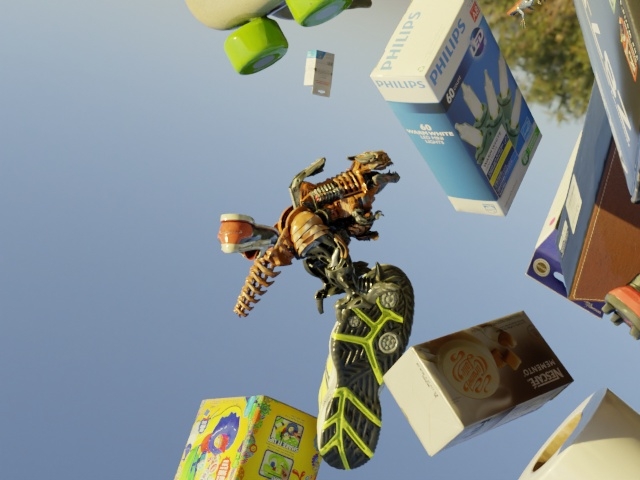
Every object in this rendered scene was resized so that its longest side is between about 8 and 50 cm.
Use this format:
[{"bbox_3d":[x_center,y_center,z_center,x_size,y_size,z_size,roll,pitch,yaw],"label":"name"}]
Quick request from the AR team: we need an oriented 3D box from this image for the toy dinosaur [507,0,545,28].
[{"bbox_3d":[0.390,-0.456,1.752,0.082,0.090,0.047,-2,-145,40],"label":"toy dinosaur"}]

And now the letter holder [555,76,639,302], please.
[{"bbox_3d":[0.486,-0.066,1.331,0.215,0.301,0.152,4,-143,2],"label":"letter holder"}]

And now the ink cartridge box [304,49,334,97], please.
[{"bbox_3d":[-0.003,-0.315,1.733,0.048,0.083,0.028,4,-176,-41],"label":"ink cartridge box"}]

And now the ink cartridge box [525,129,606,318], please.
[{"bbox_3d":[0.540,-0.047,1.778,0.176,0.370,0.069,30,155,-5],"label":"ink cartridge box"}]

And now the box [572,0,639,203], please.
[{"bbox_3d":[0.231,-0.253,0.690,0.097,0.394,0.318,-15,166,15],"label":"box"}]

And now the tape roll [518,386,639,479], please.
[{"bbox_3d":[0.442,0.377,1.455,0.169,0.246,0.246,41,-159,11],"label":"tape roll"}]

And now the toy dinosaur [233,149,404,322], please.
[{"bbox_3d":[0.000,0.000,1.428,0.218,0.322,0.164,53,-171,-21],"label":"toy dinosaur"}]

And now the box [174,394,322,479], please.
[{"bbox_3d":[-0.155,0.482,1.881,0.177,0.279,0.290,28,156,-24],"label":"box"}]

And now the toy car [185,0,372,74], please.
[{"bbox_3d":[-0.019,-0.246,0.803,0.188,0.149,0.155,-21,-97,-54],"label":"toy car"}]

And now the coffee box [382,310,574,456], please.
[{"bbox_3d":[0.238,0.209,1.370,0.247,0.098,0.141,-11,-121,-36],"label":"coffee box"}]

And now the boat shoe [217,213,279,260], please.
[{"bbox_3d":[-0.081,0.001,1.036,0.049,0.043,0.137,-3,171,13],"label":"boat shoe"}]

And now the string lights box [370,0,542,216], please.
[{"bbox_3d":[0.168,-0.157,1.084,0.077,0.133,0.259,10,153,39],"label":"string lights box"}]

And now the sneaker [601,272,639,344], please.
[{"bbox_3d":[0.488,0.115,1.231,0.276,0.135,0.097,42,-175,-41],"label":"sneaker"}]

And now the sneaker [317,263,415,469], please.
[{"bbox_3d":[0.063,0.221,1.697,0.145,0.384,0.147,16,-173,-13],"label":"sneaker"}]
